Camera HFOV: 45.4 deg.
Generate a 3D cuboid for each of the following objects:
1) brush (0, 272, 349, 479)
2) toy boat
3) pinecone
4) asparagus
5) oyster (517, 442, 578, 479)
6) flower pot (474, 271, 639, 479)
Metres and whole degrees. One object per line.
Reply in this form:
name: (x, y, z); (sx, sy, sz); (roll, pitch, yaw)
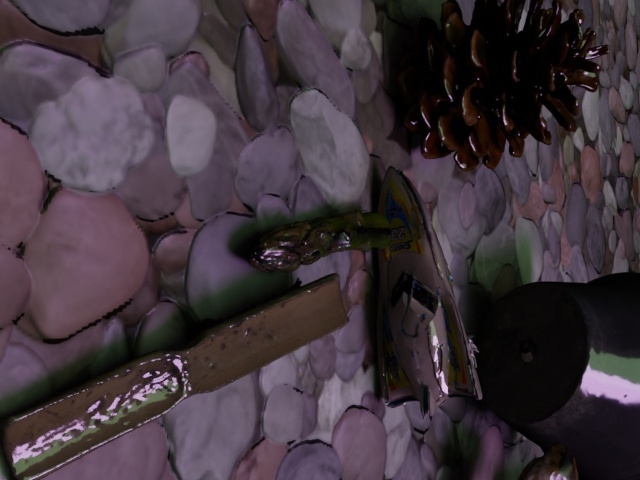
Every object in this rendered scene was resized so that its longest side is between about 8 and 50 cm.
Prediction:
brush: (-0.075, 0.073, 0.460); (0.248, 0.036, 0.043); (-22, 103, -44)
toy boat: (0.079, 0.040, 0.635); (0.066, 0.085, 0.210); (-7, 85, -57)
pinecone: (0.165, -0.147, 0.671); (0.163, 0.165, 0.162); (11, 76, -51)
asparagus: (0.000, 0.000, 0.561); (0.165, 0.030, 0.036); (-15, 111, -53)
oyster: (0.148, 0.339, 0.669); (0.337, 0.133, 0.197); (-57, 139, -31)
flower pot: (0.255, 0.127, 0.771); (0.148, 0.235, 0.235); (19, 73, -31)
